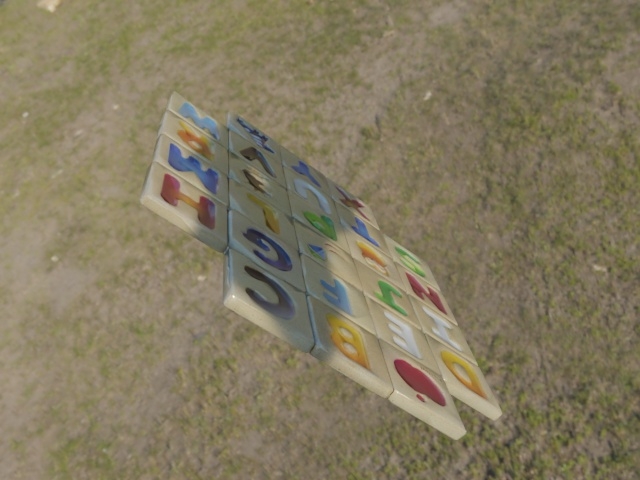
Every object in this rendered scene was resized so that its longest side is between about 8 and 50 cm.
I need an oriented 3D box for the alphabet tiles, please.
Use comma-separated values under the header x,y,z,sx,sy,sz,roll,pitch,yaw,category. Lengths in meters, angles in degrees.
x,y,z,sx,sy,sz,roll,pitch,yaw,category
0.000,0.000,0.581,0.011,0.285,0.342,-50,21,17,alphabet tiles
